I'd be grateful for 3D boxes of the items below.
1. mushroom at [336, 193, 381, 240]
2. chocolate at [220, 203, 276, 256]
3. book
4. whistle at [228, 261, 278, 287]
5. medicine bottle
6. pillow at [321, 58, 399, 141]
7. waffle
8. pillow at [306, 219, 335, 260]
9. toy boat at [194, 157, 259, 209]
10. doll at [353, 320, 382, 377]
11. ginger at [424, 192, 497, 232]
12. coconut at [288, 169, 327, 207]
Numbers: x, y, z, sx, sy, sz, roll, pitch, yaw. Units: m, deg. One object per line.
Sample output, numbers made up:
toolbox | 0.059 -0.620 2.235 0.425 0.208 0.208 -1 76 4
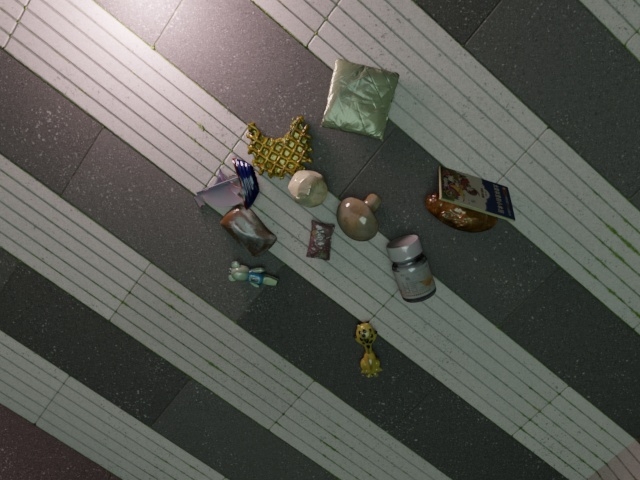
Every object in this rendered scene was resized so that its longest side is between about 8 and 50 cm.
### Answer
mushroom | 0.166 -0.105 1.878 0.206 0.209 0.207 11 135 12
chocolate | -0.331 -0.036 1.949 0.157 0.080 0.254 -41 101 12
book | 0.652 -0.201 1.804 0.321 0.229 0.018 16 137 -3
whistle | -0.313 0.165 2.014 0.235 0.077 0.114 14 115 -8
medicine bottle | 0.406 0.126 1.925 0.164 0.165 0.274 -19 105 7
pillow | 0.163 -0.579 1.781 0.273 0.076 0.281 12 100 -4
waffle | -0.174 -0.393 1.850 0.292 0.069 0.260 -9 104 6
pillow | 0.000 0.000 1.969 0.117 0.043 0.185 9 109 -7
toy boat | -0.404 -0.210 1.900 0.318 0.072 0.219 -39 89 14
doll | 0.233 0.530 2.089 0.117 0.086 0.292 -10 103 9
ginger | 0.612 -0.124 1.843 0.320 0.172 0.165 17 112 -4
coconut | -0.058 -0.225 1.848 0.160 0.162 0.161 -17 117 -36
